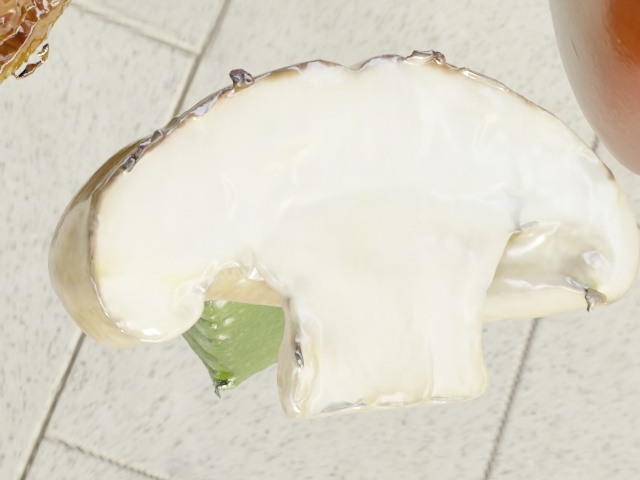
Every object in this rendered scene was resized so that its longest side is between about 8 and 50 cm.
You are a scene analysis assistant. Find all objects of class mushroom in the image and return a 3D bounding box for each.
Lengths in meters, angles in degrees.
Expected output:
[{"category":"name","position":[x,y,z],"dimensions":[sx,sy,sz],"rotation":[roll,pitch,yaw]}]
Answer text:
[{"category":"mushroom","position":[0.000,0.000,0.681],"dimensions":[0.285,0.151,0.156],"rotation":[0,86,-30]}]

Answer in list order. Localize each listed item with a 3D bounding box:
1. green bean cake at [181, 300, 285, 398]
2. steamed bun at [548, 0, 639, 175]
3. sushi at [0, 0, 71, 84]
[{"category":"green bean cake","position":[-0.045,0.002,1.453],"dimensions":[0.247,0.250,0.156],"rotation":[-32,67,-13]},{"category":"steamed bun","position":[0.333,-0.229,1.332],"dimensions":[0.235,0.379,0.248],"rotation":[-23,74,-1]},{"category":"sushi","position":[-0.260,-0.205,0.975],"dimensions":[0.179,0.167,0.296],"rotation":[29,80,25]}]
